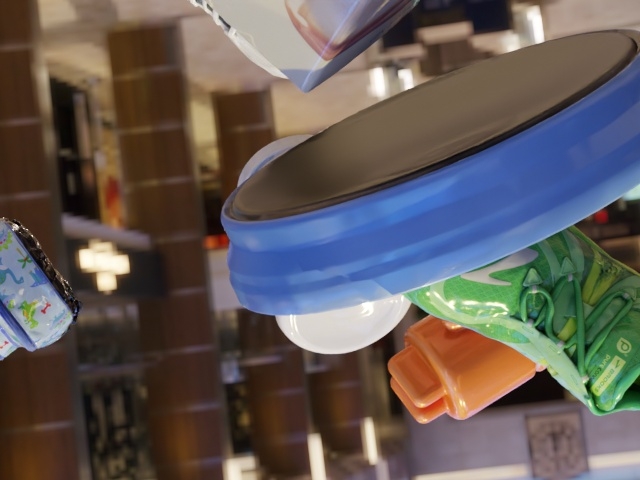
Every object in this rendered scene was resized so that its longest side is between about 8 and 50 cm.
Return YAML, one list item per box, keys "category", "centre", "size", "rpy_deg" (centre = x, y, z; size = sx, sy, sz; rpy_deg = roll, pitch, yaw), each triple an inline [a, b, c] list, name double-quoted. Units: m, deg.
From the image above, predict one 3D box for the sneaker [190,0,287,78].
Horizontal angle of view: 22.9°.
- category: "sneaker"
  centre: [-0.139, -0.283, 1.799]
  size: [0.169, 0.292, 0.108]
  rpy_deg: [-7, 136, -43]

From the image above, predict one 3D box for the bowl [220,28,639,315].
- category: "bowl"
  centre: [0.099, -0.064, 1.255]
  size: [0.391, 0.077, 0.391]
  rpy_deg: [-23, -167, 5]

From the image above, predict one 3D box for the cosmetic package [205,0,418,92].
- category: "cosmetic package"
  centre: [0.040, -0.249, 1.059]
  size: [0.153, 0.129, 0.296]
  rpy_deg: [-43, 176, -32]

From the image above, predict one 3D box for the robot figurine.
- category: "robot figurine"
  centre: [0.187, 0.123, 1.833]
  size: [0.219, 0.158, 0.128]
  rpy_deg: [-30, -159, -12]

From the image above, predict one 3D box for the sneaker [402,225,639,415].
- category: "sneaker"
  centre: [0.194, 0.056, 1.175]
  size: [0.296, 0.109, 0.123]
  rpy_deg: [21, -161, -24]

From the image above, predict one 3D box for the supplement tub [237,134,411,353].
- category: "supplement tub"
  centre: [0.000, 0.000, 1.590]
  size: [0.144, 0.199, 0.144]
  rpy_deg: [-12, 133, -12]

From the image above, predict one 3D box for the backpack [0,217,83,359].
- category: "backpack"
  centre: [-0.237, 0.040, 1.196]
  size: [0.084, 0.105, 0.114]
  rpy_deg: [-38, -174, -11]
